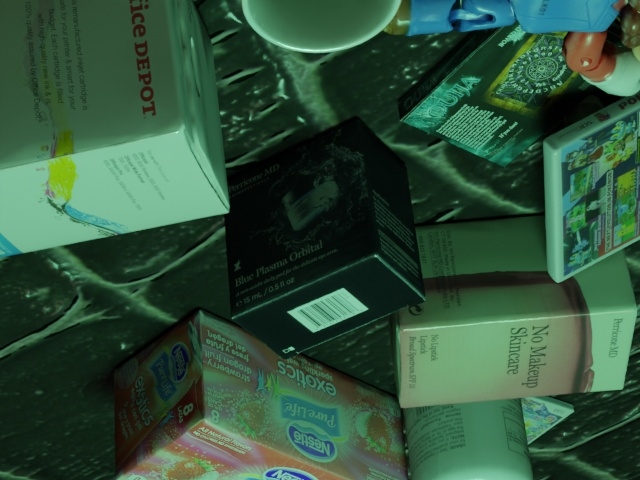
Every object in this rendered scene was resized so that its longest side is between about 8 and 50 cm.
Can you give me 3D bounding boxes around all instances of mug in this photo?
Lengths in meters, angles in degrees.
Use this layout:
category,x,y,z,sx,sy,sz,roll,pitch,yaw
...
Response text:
category,x,y,z,sx,sy,sz,roll,pitch,yaw
mug,0.008,-0.244,1.242,0.150,0.169,0.113,-33,134,31

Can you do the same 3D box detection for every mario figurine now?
category,x,y,z,sx,sy,sz,roll,pitch,yaw
mario figurine,0.205,-0.219,1.363,0.320,0.170,0.198,6,169,-8

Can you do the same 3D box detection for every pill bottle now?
category,x,y,z,sx,sy,sz,roll,pitch,yaw
pill bottle,0.161,0.244,1.849,0.131,0.229,0.131,-3,143,-2

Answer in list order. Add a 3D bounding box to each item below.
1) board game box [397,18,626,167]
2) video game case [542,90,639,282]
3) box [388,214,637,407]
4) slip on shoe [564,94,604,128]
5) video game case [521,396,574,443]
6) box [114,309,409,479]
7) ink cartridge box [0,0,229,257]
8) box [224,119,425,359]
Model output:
category,x,y,z,sx,sy,sz,roll,pitch,yaw
board game box,0.173,-0.144,1.510,0.126,0.026,0.186,22,135,-30
video game case,0.287,-0.064,1.576,0.183,0.023,0.201,-27,145,-11
box,0.185,0.070,1.709,0.232,0.127,0.149,-5,142,0
slip on shoe,0.258,-0.079,1.592,0.051,0.041,0.135,-14,142,11
video game case,0.223,0.213,1.995,0.087,0.011,0.122,20,136,-29
box,-0.061,0.213,1.852,0.300,0.142,0.154,28,131,-36
ink cartridge box,-0.206,-0.104,1.372,0.232,0.171,0.168,-11,157,7
box,0.000,0.000,1.568,0.156,0.158,0.093,-24,139,23
